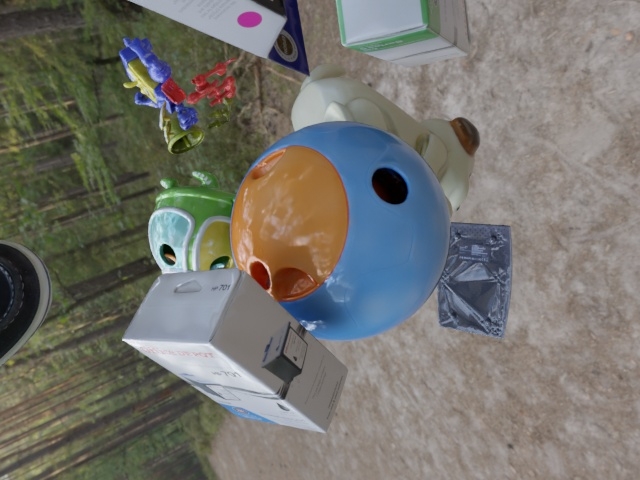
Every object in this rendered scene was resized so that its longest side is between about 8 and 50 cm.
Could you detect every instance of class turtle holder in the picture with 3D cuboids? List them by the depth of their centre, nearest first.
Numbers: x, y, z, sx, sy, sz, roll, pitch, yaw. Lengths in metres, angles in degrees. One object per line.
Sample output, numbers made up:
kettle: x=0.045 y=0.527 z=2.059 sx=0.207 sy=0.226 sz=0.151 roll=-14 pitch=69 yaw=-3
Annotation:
turtle holder: x=-0.252 y=-0.012 z=1.227 sx=0.243 sy=0.320 sz=0.227 roll=66 pitch=-147 yaw=-70

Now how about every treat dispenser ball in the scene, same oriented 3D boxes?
treat dispenser ball: x=0.025 y=-0.011 z=0.687 sx=0.288 sy=0.288 sz=0.288 roll=48 pitch=152 yaw=38

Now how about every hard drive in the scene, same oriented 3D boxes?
hard drive: x=0.360 y=0.086 z=1.198 sx=0.172 sy=0.054 sz=0.254 roll=5 pitch=97 yaw=36

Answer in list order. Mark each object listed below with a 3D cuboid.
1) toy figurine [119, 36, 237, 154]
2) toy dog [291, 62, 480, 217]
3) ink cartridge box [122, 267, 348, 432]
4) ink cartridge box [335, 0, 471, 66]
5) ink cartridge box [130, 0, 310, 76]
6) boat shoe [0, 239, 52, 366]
toy figurine: x=-0.320 y=-0.341 z=1.092 sx=0.217 sy=0.191 sz=0.362 roll=48 pitch=169 yaw=-3
toy dog: x=0.141 y=-0.167 z=1.094 sx=0.284 sy=0.408 sz=0.395 roll=-53 pitch=40 yaw=43
ink cartridge box: x=-0.083 y=0.118 z=0.541 sx=0.140 sy=0.082 sz=0.190 roll=-7 pitch=139 yaw=38
ink cartridge box: x=0.125 y=-0.378 z=0.751 sx=0.122 sy=0.289 sz=0.211 roll=-4 pitch=99 yaw=27
ink cartridge box: x=-0.126 y=-0.261 z=0.381 sx=0.069 sy=0.371 sz=0.175 roll=-17 pitch=76 yaw=37
boat shoe: x=-0.543 y=0.129 z=0.529 sx=0.186 sy=0.500 sz=0.156 roll=68 pitch=159 yaw=4
